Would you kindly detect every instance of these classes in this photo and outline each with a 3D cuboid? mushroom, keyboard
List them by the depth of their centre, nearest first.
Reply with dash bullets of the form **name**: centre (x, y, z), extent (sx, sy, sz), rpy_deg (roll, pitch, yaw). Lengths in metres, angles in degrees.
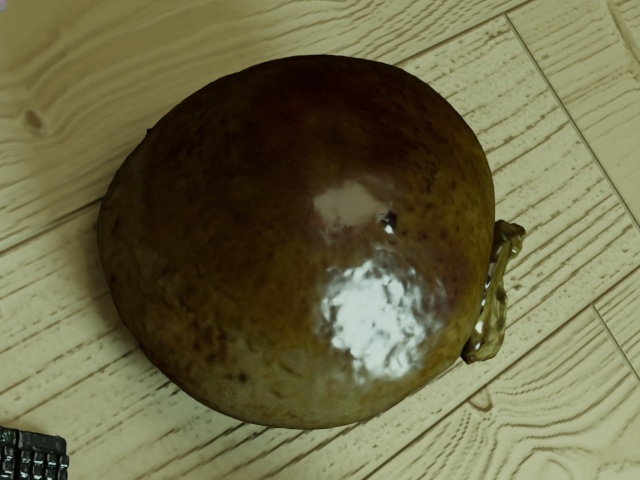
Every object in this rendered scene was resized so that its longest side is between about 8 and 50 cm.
- **keyboard**: centre (-0.227, 0.122, 0.986), extent (0.195, 0.018, 0.060), rpy_deg (15, 59, -36)
- **mushroom**: centre (0.012, -0.004, 1.151), extent (0.283, 0.195, 0.263), rpy_deg (18, 49, -34)

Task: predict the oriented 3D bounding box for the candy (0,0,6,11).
- **candy**: centre (-0.302, -0.211, 1.016), extent (0.116, 0.155, 0.265), rpy_deg (-27, 86, -51)
